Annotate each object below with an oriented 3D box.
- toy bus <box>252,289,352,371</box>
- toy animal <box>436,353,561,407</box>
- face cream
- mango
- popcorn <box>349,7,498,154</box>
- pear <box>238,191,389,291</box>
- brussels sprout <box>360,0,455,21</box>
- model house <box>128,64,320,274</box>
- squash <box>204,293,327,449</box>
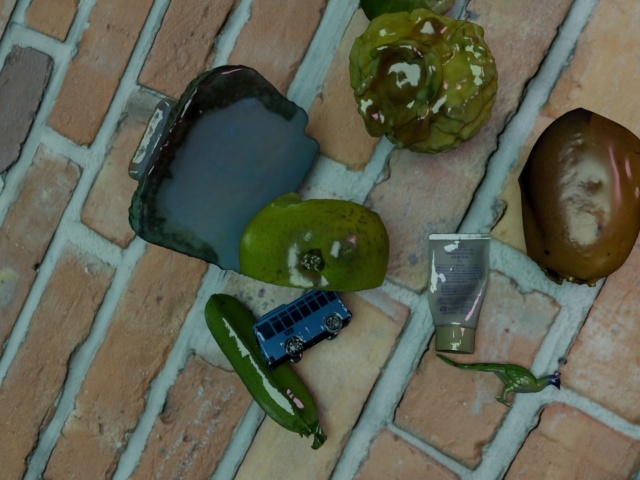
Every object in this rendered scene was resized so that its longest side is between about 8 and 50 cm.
[{"bbox_3d":[-0.040,0.167,1.024,0.184,0.090,0.106,-29,73,-15],"label":"toy bus"},{"bbox_3d":[0.312,0.255,0.950,0.217,0.041,0.075,4,69,22],"label":"toy animal"},{"bbox_3d":[0.255,0.094,0.984,0.114,0.070,0.224,0,74,19],"label":"face cream"},{"bbox_3d":[0.432,-0.068,0.877,0.201,0.152,0.287,2,84,29],"label":"mango"},{"bbox_3d":[0.175,-0.276,0.939,0.257,0.224,0.270,1,60,-16],"label":"popcorn"},{"bbox_3d":[0.000,0.000,0.927,0.292,0.292,0.159,7,95,20],"label":"pear"},{"bbox_3d":[0.165,-0.475,1.014,0.180,0.144,0.161,28,61,31],"label":"brussels sprout"},{"bbox_3d":[-0.241,-0.178,1.089,0.339,0.297,0.360,34,99,50],"label":"model house"},{"bbox_3d":[-0.117,0.260,1.078,0.101,0.101,0.379,-45,74,11],"label":"squash"}]
